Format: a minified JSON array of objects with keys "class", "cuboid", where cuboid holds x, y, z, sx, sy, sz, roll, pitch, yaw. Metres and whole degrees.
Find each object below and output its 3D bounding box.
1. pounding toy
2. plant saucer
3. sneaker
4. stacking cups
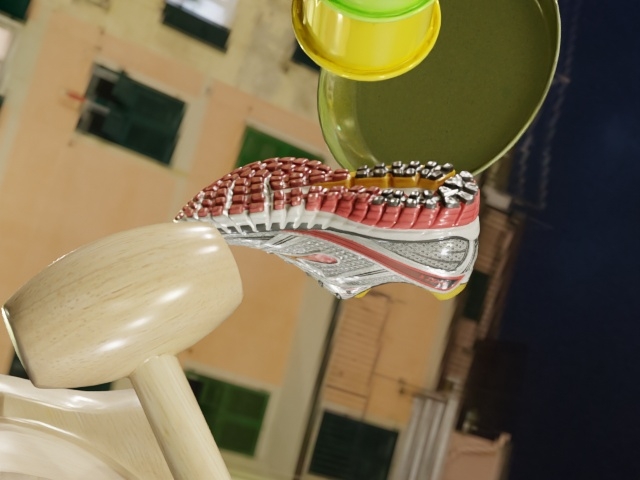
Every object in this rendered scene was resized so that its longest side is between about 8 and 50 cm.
[{"class":"pounding toy","cuboid":[-0.086,0.133,0.391,0.155,0.154,0.270,-132,-146,-61]},{"class":"plant saucer","cuboid":[0.105,-0.148,1.172,0.241,0.037,0.241,-15,-116,33]},{"class":"sneaker","cuboid":[0.000,0.000,0.940,0.225,0.088,0.093,5,-61,24]},{"class":"stacking cups","cuboid":[0.032,-0.197,0.704,0.316,0.096,0.096,94,1,-68]}]
